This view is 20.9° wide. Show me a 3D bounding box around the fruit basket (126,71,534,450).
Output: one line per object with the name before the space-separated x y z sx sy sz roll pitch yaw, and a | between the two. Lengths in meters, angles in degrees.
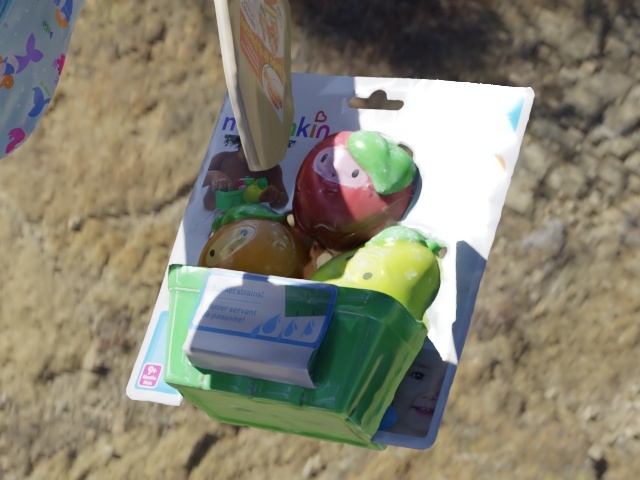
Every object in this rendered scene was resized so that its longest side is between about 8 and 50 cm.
fruit basket | 0.000 0.000 1.581 0.327 0.165 0.353 8 75 29

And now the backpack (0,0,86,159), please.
backpack | -0.285 -0.174 1.231 0.225 0.191 0.253 0 66 23

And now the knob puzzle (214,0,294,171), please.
knob puzzle | -0.057 -0.140 1.323 0.030 0.213 0.213 -6 53 12
